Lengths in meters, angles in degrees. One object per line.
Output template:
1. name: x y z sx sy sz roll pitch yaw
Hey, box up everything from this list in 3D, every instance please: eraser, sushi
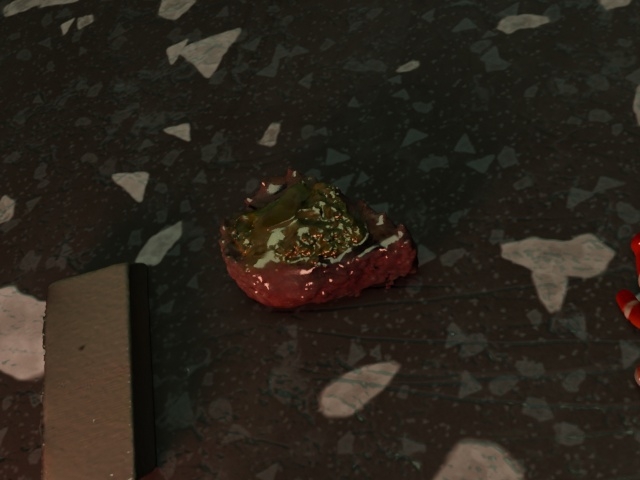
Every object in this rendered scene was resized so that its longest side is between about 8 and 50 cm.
1. eraser: -0.259 0.156 1.340 0.111 0.077 0.353 -15 49 6
2. sushi: -0.014 0.013 1.339 0.241 0.107 0.161 32 73 36

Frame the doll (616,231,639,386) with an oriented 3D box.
1. doll: 0.367 0.080 1.156 0.142 0.076 0.245 -30 37 36
